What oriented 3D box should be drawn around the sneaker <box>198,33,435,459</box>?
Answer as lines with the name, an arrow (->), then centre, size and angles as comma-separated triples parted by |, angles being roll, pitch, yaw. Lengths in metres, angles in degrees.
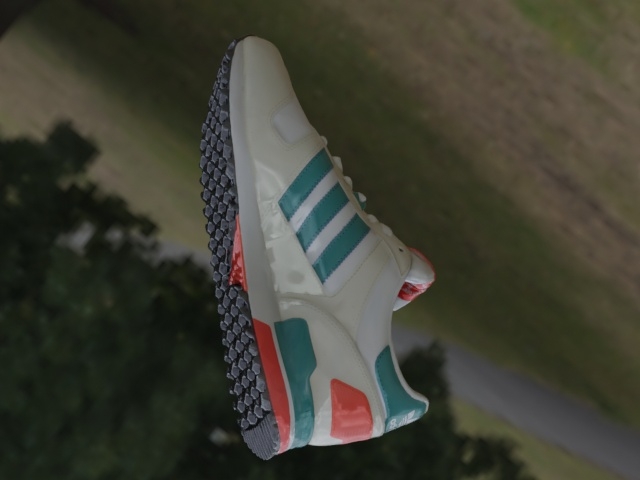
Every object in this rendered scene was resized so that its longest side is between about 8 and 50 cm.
sneaker -> 0.000, 0.000, 0.712 | 0.075, 0.161, 0.057 | -3, 160, -15
